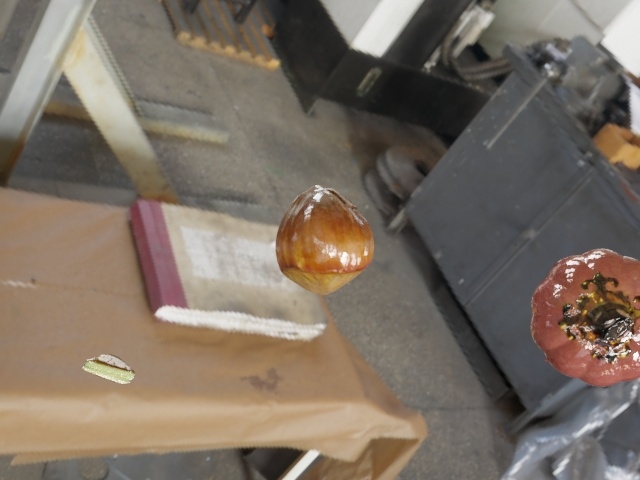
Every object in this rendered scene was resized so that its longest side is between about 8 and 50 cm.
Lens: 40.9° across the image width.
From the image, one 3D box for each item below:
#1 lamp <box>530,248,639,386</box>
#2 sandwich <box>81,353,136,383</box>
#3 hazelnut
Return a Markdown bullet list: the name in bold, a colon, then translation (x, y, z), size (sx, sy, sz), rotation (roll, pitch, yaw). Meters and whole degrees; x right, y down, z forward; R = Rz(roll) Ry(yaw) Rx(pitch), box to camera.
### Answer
- **lamp**: translation (0.365, 0.100, 1.119), size (0.182, 0.182, 0.140), rotation (46, 5, 13)
- **sandwich**: translation (-0.341, 0.204, 1.388), size (0.083, 0.031, 0.044), rotation (23, 16, -13)
- **hazelnut**: translation (0.000, 0.000, 1.464), size (0.182, 0.182, 0.182), rotation (26, 33, -19)
